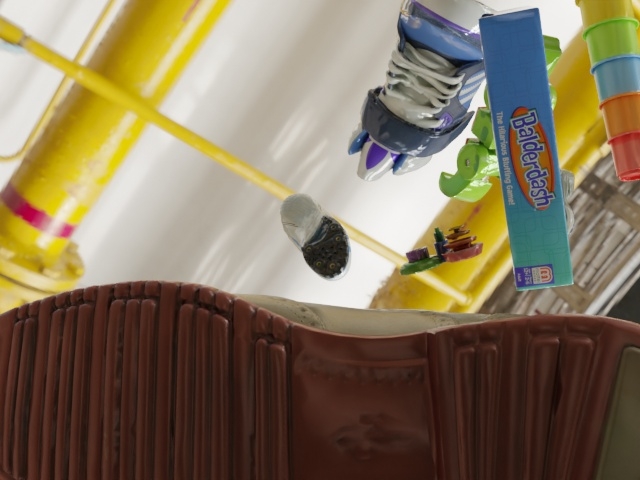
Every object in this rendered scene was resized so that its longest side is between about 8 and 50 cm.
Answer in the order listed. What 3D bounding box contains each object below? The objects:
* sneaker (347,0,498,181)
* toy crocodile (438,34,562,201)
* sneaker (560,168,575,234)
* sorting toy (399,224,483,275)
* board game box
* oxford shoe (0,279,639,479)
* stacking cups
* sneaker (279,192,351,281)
[{"bbox_3d":[0.117,-0.166,0.985,0.236,0.130,0.323,-60,174,10],"label":"sneaker"},{"bbox_3d":[0.310,-0.205,1.442,0.105,0.115,0.340,55,-42,41],"label":"toy crocodile"},{"bbox_3d":[0.313,-0.047,1.147,0.052,0.058,0.135,127,-21,-51],"label":"sneaker"},{"bbox_3d":[0.136,0.007,0.957,0.102,0.061,0.042,-17,-89,16],"label":"sorting toy"},{"bbox_3d":[0.169,-0.084,0.686,0.047,0.210,0.160,-7,-165,14],"label":"board game box"},{"bbox_3d":[-0.004,0.087,0.402,0.348,0.130,0.123,4,-94,16],"label":"oxford shoe"},{"bbox_3d":[0.482,-0.253,1.348,0.096,0.096,0.316,-14,-102,46],"label":"stacking cups"},{"bbox_3d":[0.000,0.000,1.367,0.085,0.086,0.237,-35,-145,0],"label":"sneaker"}]
